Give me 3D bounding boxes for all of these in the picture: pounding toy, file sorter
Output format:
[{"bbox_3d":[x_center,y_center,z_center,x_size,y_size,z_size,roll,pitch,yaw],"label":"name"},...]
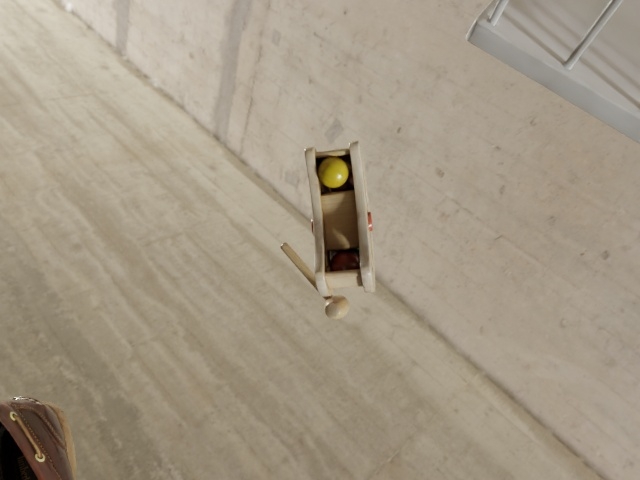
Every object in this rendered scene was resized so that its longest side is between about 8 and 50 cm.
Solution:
[{"bbox_3d":[0.000,0.000,0.759,0.154,0.154,0.270,-6,-80,9],"label":"pounding toy"},{"bbox_3d":[0.290,-0.179,0.355,0.277,0.193,0.173,35,-30,8],"label":"file sorter"}]

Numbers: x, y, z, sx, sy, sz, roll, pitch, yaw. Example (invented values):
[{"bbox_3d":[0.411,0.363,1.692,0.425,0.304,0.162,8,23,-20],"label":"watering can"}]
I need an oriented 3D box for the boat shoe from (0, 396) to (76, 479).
[{"bbox_3d":[-0.197,0.210,0.358,0.207,0.073,0.073,62,-9,16],"label":"boat shoe"}]
